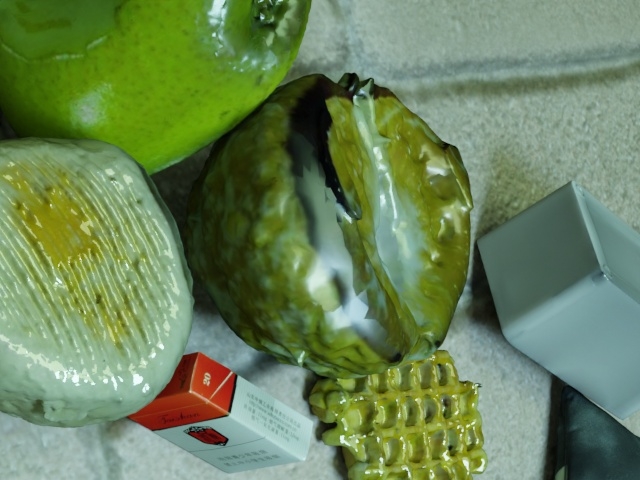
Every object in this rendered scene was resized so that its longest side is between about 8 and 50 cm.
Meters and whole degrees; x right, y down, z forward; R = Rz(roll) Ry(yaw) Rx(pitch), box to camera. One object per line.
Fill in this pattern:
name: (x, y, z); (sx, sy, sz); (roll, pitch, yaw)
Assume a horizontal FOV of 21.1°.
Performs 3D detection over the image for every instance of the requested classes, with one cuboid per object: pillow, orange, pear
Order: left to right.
pear: (-0.139, -0.214, 1.441); (0.176, 0.282, 0.286); (31, 56, -50)
orange: (0.000, 0.000, 1.575); (0.369, 0.210, 0.271); (-4, 73, -67)
pillow: (0.329, 0.308, 1.958); (0.186, 0.106, 0.250); (34, 50, -28)

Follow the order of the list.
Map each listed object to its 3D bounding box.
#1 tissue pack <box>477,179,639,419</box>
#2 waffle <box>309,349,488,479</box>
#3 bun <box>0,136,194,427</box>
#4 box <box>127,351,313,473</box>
tissue pack: (0.315, 0.069, 1.954); (0.246, 0.136, 0.159); (34, 32, -37)
waffle: (0.089, 0.160, 1.763); (0.253, 0.056, 0.249); (40, 51, -32)
bun: (-0.215, 0.040, 1.376); (0.244, 0.153, 0.244); (10, 69, -26)
box: (-0.094, 0.154, 1.516); (0.152, 0.100, 0.048); (38, 49, -36)
